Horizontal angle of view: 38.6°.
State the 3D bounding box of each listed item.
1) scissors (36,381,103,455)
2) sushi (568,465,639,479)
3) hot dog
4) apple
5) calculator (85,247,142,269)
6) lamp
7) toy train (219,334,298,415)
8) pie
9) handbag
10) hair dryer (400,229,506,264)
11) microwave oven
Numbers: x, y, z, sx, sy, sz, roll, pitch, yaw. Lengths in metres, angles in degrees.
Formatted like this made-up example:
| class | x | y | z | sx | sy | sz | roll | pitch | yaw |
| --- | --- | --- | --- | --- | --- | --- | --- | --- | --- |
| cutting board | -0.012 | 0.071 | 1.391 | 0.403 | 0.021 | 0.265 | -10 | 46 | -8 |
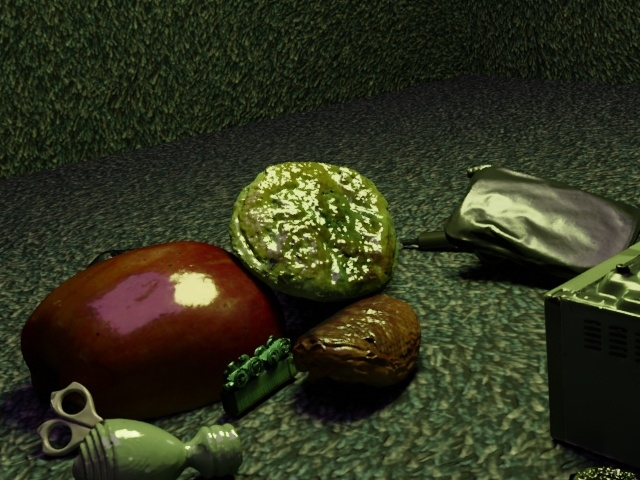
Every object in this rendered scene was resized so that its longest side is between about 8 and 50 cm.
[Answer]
| class | x | y | z | sx | sy | sz | roll | pitch | yaw |
| --- | --- | --- | --- | --- | --- | --- | --- | --- | --- |
| scissors | -0.280 | 0.250 | 1.184 | 0.189 | 0.100 | 0.015 | 14 | -19 | 18 |
| sushi | 0.293 | 0.265 | 0.919 | 0.085 | 0.056 | 0.083 | -2 | 11 | 19 |
| hot dog | 0.055 | 0.147 | 1.298 | 0.161 | 0.099 | 0.227 | 5 | 20 | 32 |
| apple | -0.255 | 0.146 | 1.396 | 0.365 | 0.295 | 0.329 | -20 | -16 | -39 |
| calculator | -0.339 | 0.062 | 1.641 | 0.177 | 0.040 | 0.268 | -4 | -18 | -25 |
| lamp | -0.191 | 0.256 | 1.067 | 0.193 | 0.106 | 0.106 | -2 | 15 | -22 |
| toy train | -0.086 | 0.186 | 1.276 | 0.038 | 0.070 | 0.148 | 9 | 23 | 35 |
| pie | -0.004 | -0.019 | 1.428 | 0.277 | 0.078 | 0.277 | 12 | 49 | -14 |
| handbag | 0.380 | -0.029 | 1.595 | 0.332 | 0.075 | 0.191 | 19 | 59 | 27 |
| hair dryer | 0.281 | -0.016 | 1.793 | 0.248 | 0.077 | 0.195 | -3 | 16 | 28 |
| microwave oven | 0.472 | 0.106 | 1.077 | 0.355 | 0.218 | 0.286 | -21 | 21 | -37 |
